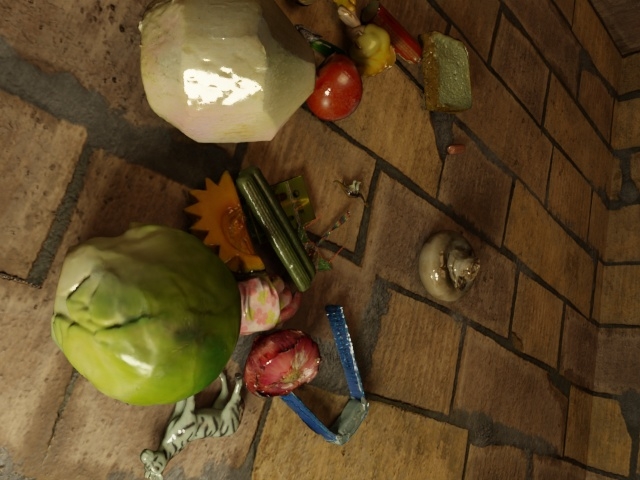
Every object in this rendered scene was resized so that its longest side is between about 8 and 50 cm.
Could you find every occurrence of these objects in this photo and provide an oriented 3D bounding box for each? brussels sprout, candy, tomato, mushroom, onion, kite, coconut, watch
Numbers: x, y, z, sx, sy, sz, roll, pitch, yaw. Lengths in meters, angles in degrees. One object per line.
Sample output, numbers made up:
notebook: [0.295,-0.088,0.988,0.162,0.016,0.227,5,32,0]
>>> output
brussels sprout: [-0.307,0.135,0.932,0.344,0.268,0.344,19,54,-28]
candy: [-0.068,-0.472,1.322,0.094,0.051,0.226,42,62,-25]
tomato: [0.038,-0.391,1.341,0.167,0.167,0.167,5,83,-41]
mushroom: [0.407,0.080,1.616,0.226,0.178,0.227,-1,92,-33]
onion: [-0.094,0.260,1.151,0.184,0.147,0.184,-27,145,-21]
kite: [0.000,0.000,1.349,0.244,0.006,0.198,-49,128,-24]
coconut: [-0.175,-0.364,1.055,0.352,0.352,0.353,5,83,-41]
watch: [0.034,0.356,1.341,0.275,0.068,0.276,52,56,-20]

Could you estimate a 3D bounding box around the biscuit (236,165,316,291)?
biscuit: [-0.095,-0.029,1.208,0.323,0.038,0.099,62,28,-21]

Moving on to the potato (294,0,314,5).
potato: [-0.050,-0.656,1.349,0.096,0.066,0.103,17,84,-15]

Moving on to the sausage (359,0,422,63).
sausage: [0.235,-0.626,1.591,0.264,0.083,0.083,28,69,-38]

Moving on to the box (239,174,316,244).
box: [-0.101,-0.078,1.274,0.193,0.030,0.122,-26,104,-39]

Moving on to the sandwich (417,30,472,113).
sandwich: [0.419,-0.559,1.743,0.226,0.087,0.251,-9,95,-40]

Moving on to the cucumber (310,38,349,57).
cucumber: [0.033,-0.522,1.427,0.167,0.039,0.039,15,76,-38]

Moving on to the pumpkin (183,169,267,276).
pumpkin: [-0.215,-0.004,1.128,0.130,0.149,0.254,-19,68,-16]

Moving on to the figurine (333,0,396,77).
figurine: [0.117,-0.582,1.462,0.246,0.131,0.156,59,22,-11]

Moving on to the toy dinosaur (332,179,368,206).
toy dinosaur: [0.087,-0.148,1.443,0.180,0.037,0.058,22,67,-39]

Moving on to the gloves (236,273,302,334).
gloves: [-0.127,0.144,1.174,0.241,0.126,0.145,-9,90,-35]

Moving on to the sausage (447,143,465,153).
sausage: [0.476,-0.320,1.807,0.083,0.034,0.034,-15,96,-41]

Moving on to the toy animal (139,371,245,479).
toy animal: [-0.263,0.355,1.057,0.255,0.089,0.170,-18,103,-39]
